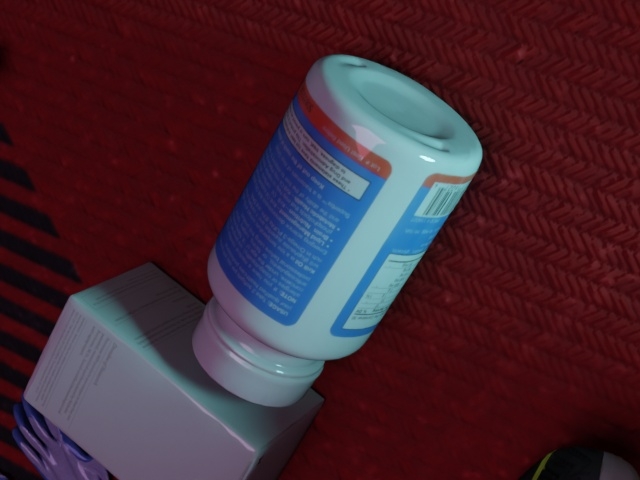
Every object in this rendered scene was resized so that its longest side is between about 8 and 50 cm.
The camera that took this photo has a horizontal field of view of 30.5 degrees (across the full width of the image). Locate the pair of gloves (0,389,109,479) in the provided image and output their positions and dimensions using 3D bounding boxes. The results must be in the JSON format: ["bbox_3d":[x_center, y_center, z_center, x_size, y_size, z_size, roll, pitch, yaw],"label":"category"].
[{"bbox_3d":[-0.244,0.220,1.014,0.198,0.023,0.159,-36,86,30],"label":"pair of gloves"}]

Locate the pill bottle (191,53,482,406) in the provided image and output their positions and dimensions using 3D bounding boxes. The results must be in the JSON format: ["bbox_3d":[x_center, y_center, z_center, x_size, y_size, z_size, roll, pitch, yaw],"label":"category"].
[{"bbox_3d":[0.000,0.000,0.774,0.124,0.124,0.221,38,116,13],"label":"pill bottle"}]

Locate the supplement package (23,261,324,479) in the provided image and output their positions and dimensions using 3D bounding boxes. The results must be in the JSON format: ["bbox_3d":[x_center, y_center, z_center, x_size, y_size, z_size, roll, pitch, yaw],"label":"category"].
[{"bbox_3d":[-0.108,0.118,0.871,0.179,0.105,0.105,37,116,15],"label":"supplement package"}]

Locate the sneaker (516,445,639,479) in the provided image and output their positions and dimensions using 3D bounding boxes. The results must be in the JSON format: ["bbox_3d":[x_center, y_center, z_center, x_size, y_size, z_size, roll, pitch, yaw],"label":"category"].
[{"bbox_3d":[0.146,0.305,0.782,0.147,0.145,0.384,21,116,11],"label":"sneaker"}]
